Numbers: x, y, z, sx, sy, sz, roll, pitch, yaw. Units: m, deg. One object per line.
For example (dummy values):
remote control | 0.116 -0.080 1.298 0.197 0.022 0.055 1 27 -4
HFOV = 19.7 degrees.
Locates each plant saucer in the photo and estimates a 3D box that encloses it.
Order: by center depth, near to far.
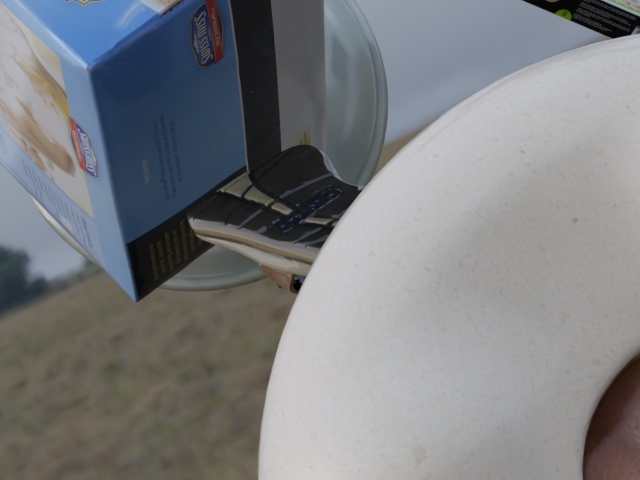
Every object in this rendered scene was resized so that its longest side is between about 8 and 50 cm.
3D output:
plant saucer | -0.130 -0.151 1.893 0.400 0.400 0.100 -26 -10 -4

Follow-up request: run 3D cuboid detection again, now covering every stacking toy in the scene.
stacking toy | 0.150 0.132 0.866 0.351 0.350 0.480 -26 -12 -6

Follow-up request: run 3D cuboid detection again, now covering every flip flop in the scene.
flip flop | 0.000 0.000 1.282 0.112 0.080 0.277 -34 29 -23

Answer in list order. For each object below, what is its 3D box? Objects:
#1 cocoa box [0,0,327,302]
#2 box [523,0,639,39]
cocoa box | -0.150 -0.162 1.492 0.228 0.231 0.347 -38 -25 -19
box | 0.243 -0.265 1.850 0.036 0.207 0.114 -59 21 32
